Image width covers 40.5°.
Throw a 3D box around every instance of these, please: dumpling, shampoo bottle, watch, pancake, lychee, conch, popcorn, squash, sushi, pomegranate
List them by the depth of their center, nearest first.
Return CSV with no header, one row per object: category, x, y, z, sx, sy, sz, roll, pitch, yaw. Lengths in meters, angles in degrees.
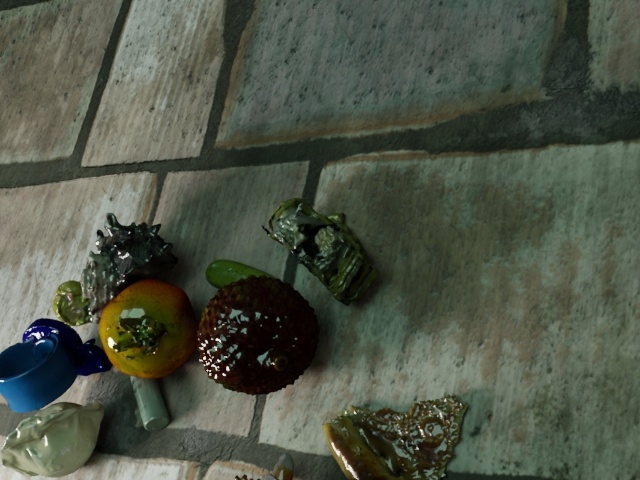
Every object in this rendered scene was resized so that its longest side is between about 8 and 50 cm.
pancake,0.139,0.338,1.498,0.244,0.057,0.266,-45,50,6
lychee,-0.125,0.176,1.650,0.236,0.236,0.271,-56,26,-3
sushi,0.004,0.003,1.713,0.139,0.131,0.291,-51,42,3
pomegranate,-0.355,0.183,1.794,0.210,0.235,0.210,0,88,-1
squash,-0.162,0.081,1.821,0.201,0.066,0.066,10,73,36
dumpling,-0.577,0.423,1.841,0.258,0.193,0.147,-45,59,22
shampoo bottle,-0.374,0.312,1.853,0.056,0.056,0.195,-38,51,12
watch,-0.611,0.283,1.912,0.196,0.171,0.200,-18,23,28
conch,-0.451,0.066,1.923,0.313,0.186,0.240,-31,28,36
popcorn,-0.586,0.151,2.052,0.097,0.109,0.089,-30,9,-24

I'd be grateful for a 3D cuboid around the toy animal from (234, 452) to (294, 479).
toy animal,-0.091,0.538,1.514,0.284,0.225,0.302,-56,29,1
